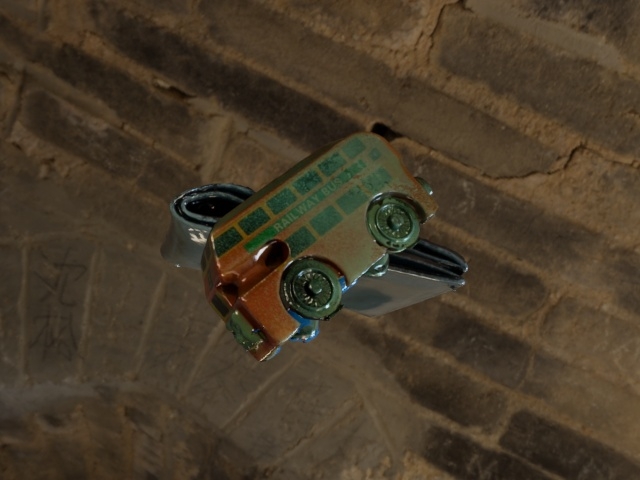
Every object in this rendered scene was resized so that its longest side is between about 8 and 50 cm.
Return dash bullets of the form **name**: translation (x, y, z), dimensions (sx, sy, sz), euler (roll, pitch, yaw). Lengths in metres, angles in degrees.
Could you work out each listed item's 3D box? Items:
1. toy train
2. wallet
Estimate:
- **toy train**: translation (0.000, 0.000, 0.456), dimensions (0.099, 0.188, 0.072), euler (47, -26, 8)
- **wallet**: translation (-0.026, 0.021, 0.685), dimensions (0.291, 0.054, 0.251), euler (15, -16, -15)
